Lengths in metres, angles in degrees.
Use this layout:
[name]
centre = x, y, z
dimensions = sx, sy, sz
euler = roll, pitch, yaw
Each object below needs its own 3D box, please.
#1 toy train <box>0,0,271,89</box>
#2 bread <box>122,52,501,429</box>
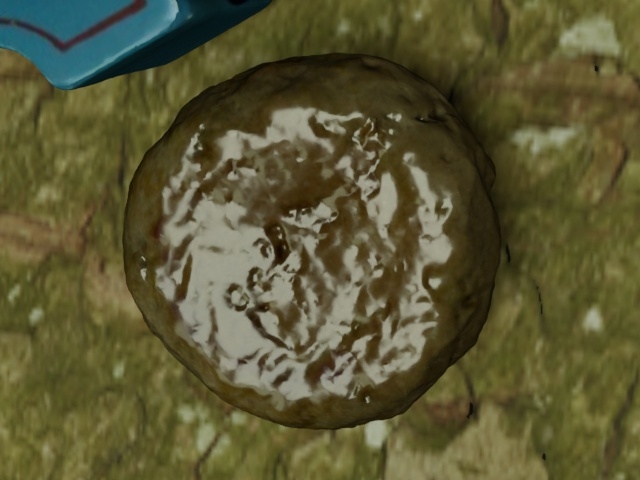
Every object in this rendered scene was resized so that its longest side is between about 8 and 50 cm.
[toy train]
centre = -0.126, -0.261, 0.861
dimensions = 0.265, 0.188, 0.300
euler = -26, 93, 24
[bread]
centre = 0.000, 0.000, 0.900
dimensions = 0.230, 0.123, 0.230
euler = 2, 99, 11
